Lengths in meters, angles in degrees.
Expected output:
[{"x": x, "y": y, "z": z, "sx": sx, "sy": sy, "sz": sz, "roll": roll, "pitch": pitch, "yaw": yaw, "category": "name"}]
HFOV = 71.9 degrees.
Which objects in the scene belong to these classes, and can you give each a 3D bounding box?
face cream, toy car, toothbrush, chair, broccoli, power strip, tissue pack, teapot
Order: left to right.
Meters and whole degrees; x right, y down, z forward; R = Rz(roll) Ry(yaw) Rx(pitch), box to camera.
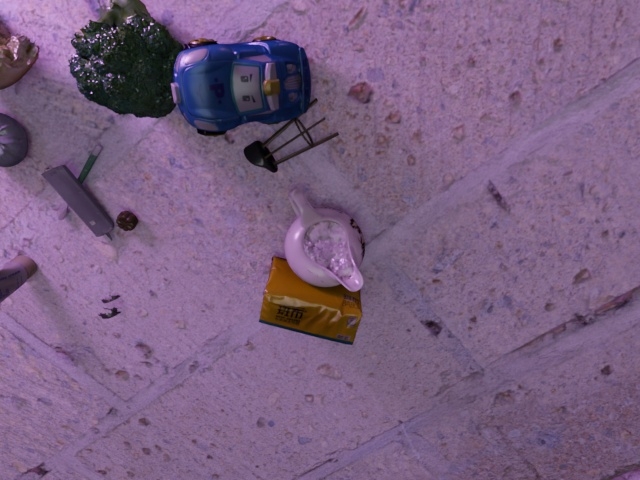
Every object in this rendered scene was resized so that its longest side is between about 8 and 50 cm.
[{"x": -0.881, "y": 0.125, "z": 1.215, "sx": 0.070, "sy": 0.224, "sz": 0.114, "roll": 11, "pitch": 116, "yaw": -5, "category": "face cream"}, {"x": -0.646, "y": -0.153, "z": 1.181, "sx": 0.018, "sy": 0.024, "sz": 0.257, "roll": 25, "pitch": 116, "yaw": -33, "category": "toothbrush"}, {"x": -0.639, "y": -0.097, "z": 1.188, "sx": 0.060, "sy": 0.027, "sz": 0.252, "roll": -25, "pitch": 123, "yaw": 5, "category": "power strip"}, {"x": -0.405, "y": -0.391, "z": 0.952, "sx": 0.270, "sy": 0.270, "sz": 0.269, "roll": -13, "pitch": 79, "yaw": 8, "category": "broccoli"}, {"x": -0.155, "y": -0.328, "z": 0.944, "sx": 0.314, "sy": 0.166, "sz": 0.198, "roll": -23, "pitch": 122, "yaw": -38, "category": "toy car"}, {"x": -0.072, "y": -0.240, "z": 1.083, "sx": 0.222, "sy": 0.104, "sz": 0.095, "roll": -27, "pitch": 130, "yaw": 12, "category": "chair"}, {"x": -0.024, "y": 0.159, "z": 1.226, "sx": 0.271, "sy": 0.192, "sz": 0.133, "roll": 14, "pitch": 118, "yaw": -6, "category": "tissue pack"}, {"x": 0.000, "y": 0.000, "z": 1.149, "sx": 0.208, "sy": 0.166, "sz": 0.299, "roll": -35, "pitch": 93, "yaw": 1, "category": "teapot"}]

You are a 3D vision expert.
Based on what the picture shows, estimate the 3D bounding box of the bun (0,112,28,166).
[{"x": -0.813, "y": -0.249, "z": 1.103, "sx": 0.141, "sy": 0.083, "sz": 0.140, "roll": 2, "pitch": 115, "yaw": 4, "category": "bun"}]

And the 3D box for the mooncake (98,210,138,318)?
[{"x": -0.588, "y": 0.072, "z": 1.281, "sx": 0.151, "sy": 0.057, "sz": 0.346, "roll": 8, "pitch": 111, "yaw": 12, "category": "mooncake"}]

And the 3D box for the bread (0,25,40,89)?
[{"x": -0.783, "y": -0.429, "z": 0.962, "sx": 0.314, "sy": 0.171, "sz": 0.192, "roll": 30, "pitch": 117, "yaw": -11, "category": "bread"}]
